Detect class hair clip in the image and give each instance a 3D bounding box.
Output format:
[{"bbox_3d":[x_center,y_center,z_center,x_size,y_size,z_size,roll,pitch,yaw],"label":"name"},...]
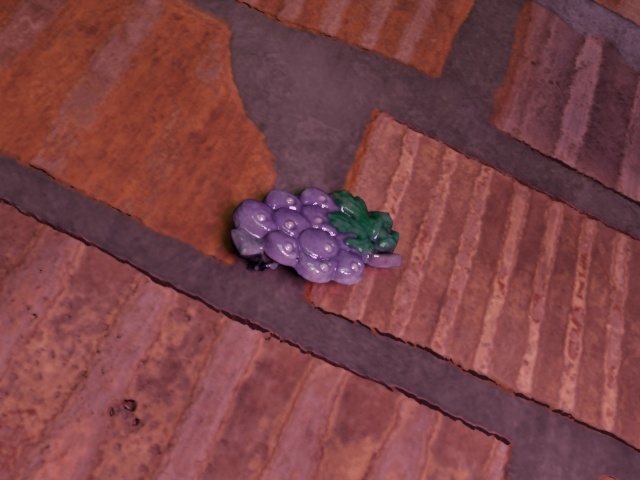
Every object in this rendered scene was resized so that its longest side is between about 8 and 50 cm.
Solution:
[{"bbox_3d":[-0.001,0.001,0.959,0.195,0.052,0.124,-8,58,-34],"label":"hair clip"}]
